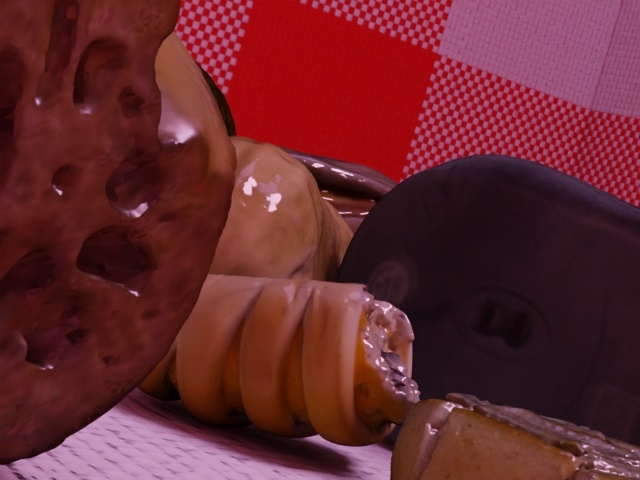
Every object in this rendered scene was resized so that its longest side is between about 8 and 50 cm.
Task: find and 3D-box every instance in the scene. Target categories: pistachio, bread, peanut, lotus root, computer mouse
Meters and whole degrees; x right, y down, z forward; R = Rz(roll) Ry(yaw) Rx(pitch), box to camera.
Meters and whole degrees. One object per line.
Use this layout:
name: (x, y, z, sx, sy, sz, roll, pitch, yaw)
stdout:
pistachio: (0.000, 0.000, 1.475, 0.197, 0.166, 0.288, -14, -19, 37)
bread: (0.105, 0.116, 0.762, 0.156, 0.064, 0.117, 19, 2, 36)
peanut: (-0.050, 0.020, 1.084, 0.147, 0.148, 0.319, 17, -7, 10)
bread: (-0.025, 0.061, 0.853, 0.177, 0.084, 0.119, 7, -5, 21)
lotus root: (-0.146, -0.059, 0.576, 0.250, 0.316, 0.316, 37, 14, 36)
computer mouse: (0.157, 0.064, 0.922, 0.122, 0.188, 0.371, 19, 1, -39)

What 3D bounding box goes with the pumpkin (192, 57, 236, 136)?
pumpkin: (-0.167, -0.053, 1.135, 0.157, 0.224, 0.223, 48, 13, 18)
